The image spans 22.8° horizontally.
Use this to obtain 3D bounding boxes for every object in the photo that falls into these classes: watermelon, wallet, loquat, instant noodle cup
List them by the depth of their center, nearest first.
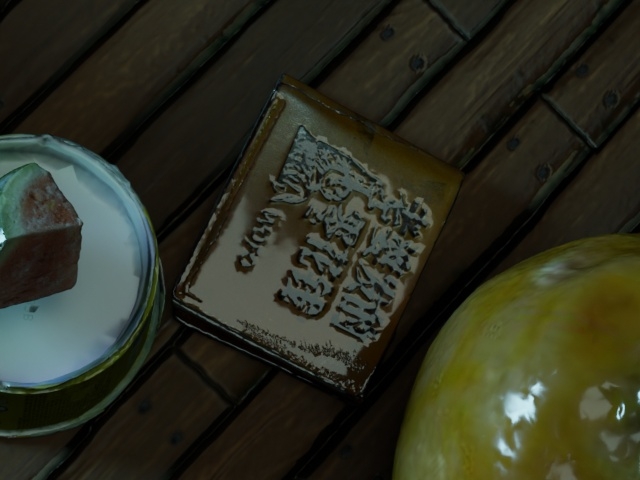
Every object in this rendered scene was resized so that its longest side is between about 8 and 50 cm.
[{"bbox_3d":[-0.173,0.009,0.893,0.072,0.084,0.092,18,57,-2],"label":"watermelon"},{"bbox_3d":[0.203,0.155,1.010,0.329,0.328,0.328,2,80,-14],"label":"loquat"},{"bbox_3d":[-0.189,0.027,1.010,0.205,0.153,0.204,2,82,-14],"label":"instant noodle cup"},{"bbox_3d":[0.002,0.000,1.119,0.161,0.042,0.195,28,75,-8],"label":"wallet"}]
